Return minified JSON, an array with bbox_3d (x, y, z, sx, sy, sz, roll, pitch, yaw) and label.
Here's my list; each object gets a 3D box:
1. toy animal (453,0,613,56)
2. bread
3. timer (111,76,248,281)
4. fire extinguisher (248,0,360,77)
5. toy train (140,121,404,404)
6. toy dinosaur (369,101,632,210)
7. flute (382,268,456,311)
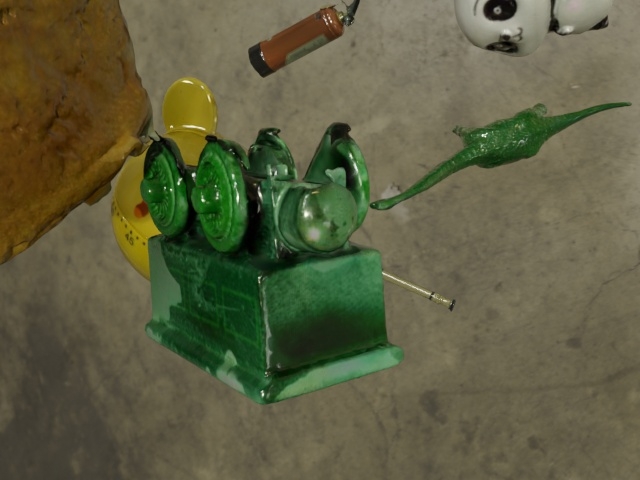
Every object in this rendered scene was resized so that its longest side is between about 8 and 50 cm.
[{"bbox_3d":[0.321,-0.383,1.136,0.235,0.187,0.165,-19,57,2],"label":"toy animal"},{"bbox_3d":[-0.284,-0.104,0.469,0.224,0.279,0.250,14,138,30],"label":"bread"},{"bbox_3d":[-0.232,-0.089,1.491,0.376,0.376,0.387,46,119,27],"label":"timer"},{"bbox_3d":[-0.019,-0.294,1.049,0.177,0.050,0.062,-23,46,21],"label":"fire extinguisher"},{"bbox_3d":[-0.055,0.004,0.623,0.266,0.145,0.202,11,107,56],"label":"toy train"},{"bbox_3d":[0.300,-0.156,1.197,0.446,0.301,0.087,-18,100,13],"label":"toy dinosaur"},{"bbox_3d":[0.148,0.077,1.406,0.233,0.027,0.027,24,113,12],"label":"flute"}]
